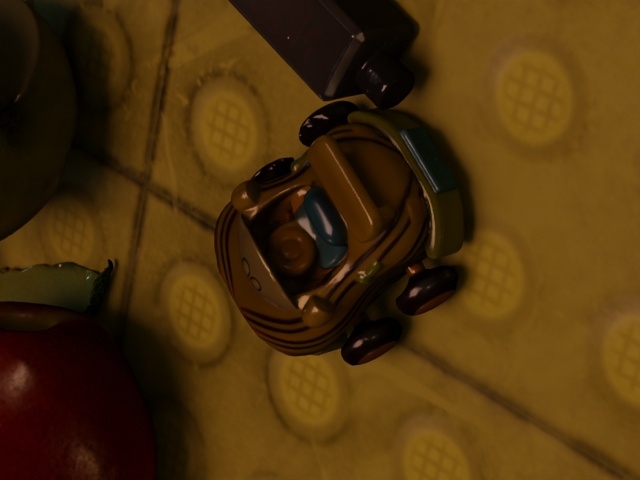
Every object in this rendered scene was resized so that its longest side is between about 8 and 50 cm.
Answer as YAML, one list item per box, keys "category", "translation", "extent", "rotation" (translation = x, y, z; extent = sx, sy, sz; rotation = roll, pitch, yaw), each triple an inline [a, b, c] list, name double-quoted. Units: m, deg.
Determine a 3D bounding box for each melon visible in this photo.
- category: "melon"
  translation: [-0.301, 0.067, 1.865]
  extent: [0.262, 0.053, 0.114]
  rotation: [-19, 69, 41]

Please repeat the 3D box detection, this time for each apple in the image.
- category: "apple"
  translation: [-0.383, -0.125, 1.711]
  extent: [0.254, 0.292, 0.291]
  rotation: [6, 105, 41]

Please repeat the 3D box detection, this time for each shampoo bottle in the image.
- category: "shampoo bottle"
  translation: [-0.010, -0.206, 1.478]
  extent: [0.246, 0.079, 0.080]
  rotation: [49, 130, 24]

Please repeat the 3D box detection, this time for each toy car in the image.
- category: "toy car"
  translation: [0.000, 0.000, 1.476]
  extent: [0.248, 0.142, 0.200]
  rotation: [-47, 67, 38]

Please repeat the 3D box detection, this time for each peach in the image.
- category: "peach"
  translation: [-0.305, 0.233, 1.741]
  extent: [0.281, 0.281, 0.338]
  rotation: [18, 112, 40]
